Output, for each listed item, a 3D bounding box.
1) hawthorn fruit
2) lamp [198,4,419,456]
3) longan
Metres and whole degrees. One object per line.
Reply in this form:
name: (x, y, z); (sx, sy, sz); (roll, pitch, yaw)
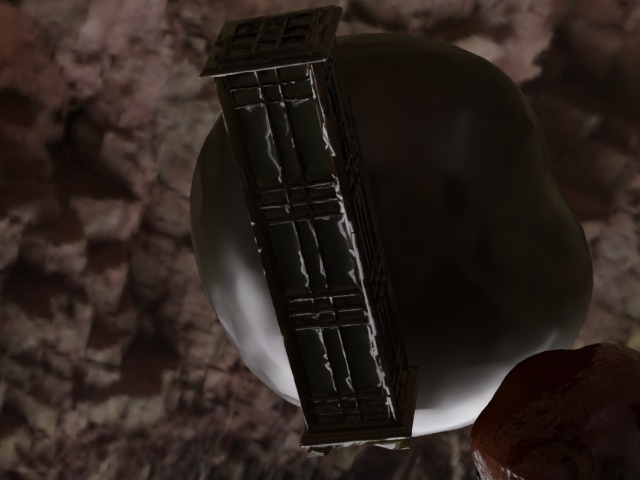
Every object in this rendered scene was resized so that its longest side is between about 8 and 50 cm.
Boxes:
hawthorn fruit: (0.210, 0.181, 1.166); (0.190, 0.189, 0.251); (24, -170, 5)
lamp: (0.000, 0.000, 1.050); (0.089, 0.325, 0.090); (-6, -151, 12)
longan: (0.061, -0.004, 1.409); (0.405, 0.404, 0.336); (23, -161, 4)
